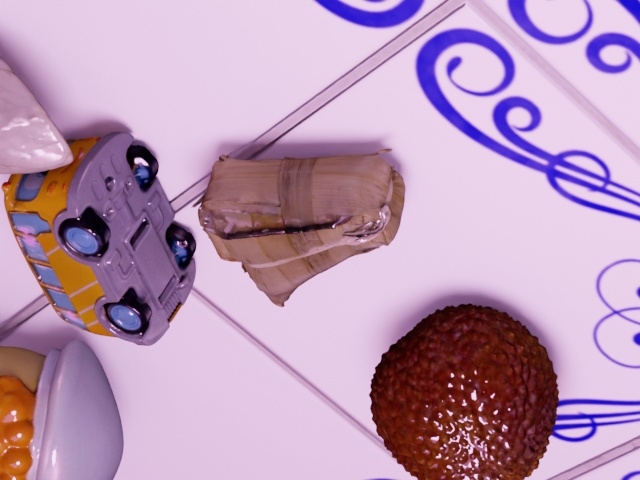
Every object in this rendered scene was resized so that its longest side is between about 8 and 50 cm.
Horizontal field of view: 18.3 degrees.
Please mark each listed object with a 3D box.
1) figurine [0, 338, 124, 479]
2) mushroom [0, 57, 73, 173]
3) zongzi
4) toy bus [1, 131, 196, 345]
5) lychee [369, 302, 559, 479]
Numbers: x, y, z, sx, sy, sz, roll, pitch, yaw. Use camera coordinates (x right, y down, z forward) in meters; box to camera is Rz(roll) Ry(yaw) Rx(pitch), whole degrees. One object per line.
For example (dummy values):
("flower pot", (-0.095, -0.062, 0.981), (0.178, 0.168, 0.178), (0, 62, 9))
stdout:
("figurine", (-0.373, 0.161, 2.128), (0.382, 0.205, 0.224), (28, 143, 22))
("mushroom", (-0.388, -0.138, 1.863), (0.350, 0.128, 0.128), (12, 135, 17))
("zongzi", (0.000, 0.000, 1.872), (0.194, 0.099, 0.197), (-3, 142, 24))
("toy bus", (-0.220, -0.005, 1.931), (0.136, 0.126, 0.209), (3, 134, 30))
("lychee", (0.140, 0.157, 1.910), (0.194, 0.194, 0.194), (11, 135, 11))
